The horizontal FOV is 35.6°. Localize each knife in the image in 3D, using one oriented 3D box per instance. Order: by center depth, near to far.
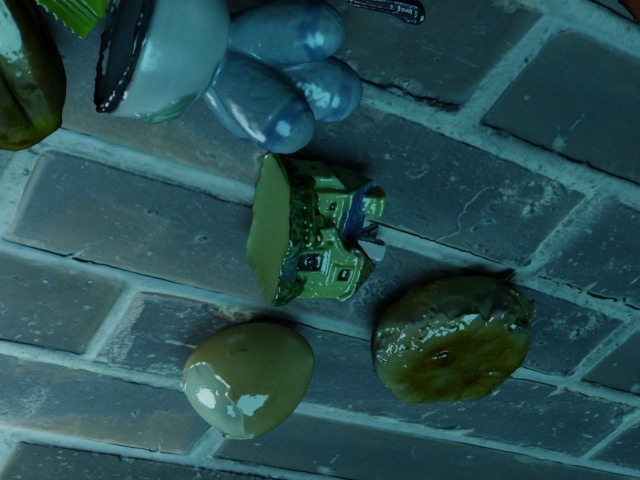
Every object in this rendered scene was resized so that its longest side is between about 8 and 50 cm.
[{"bbox_3d":[0.091,-0.322,1.371,0.121,0.018,0.031,7,132,-18],"label":"knife"}]

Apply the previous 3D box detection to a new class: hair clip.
[{"bbox_3d":[0.000,0.000,1.672,0.220,0.054,0.140,1,140,-11],"label":"hair clip"}]

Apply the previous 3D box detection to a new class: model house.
[{"bbox_3d":[0.005,-0.018,1.536,0.189,0.195,0.214,3,113,-23],"label":"model house"}]

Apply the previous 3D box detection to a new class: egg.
[{"bbox_3d":[-0.127,0.247,1.796,0.244,0.201,0.201,-29,137,-3],"label":"egg"}]

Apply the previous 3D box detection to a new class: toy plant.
[{"bbox_3d":[-0.099,-0.228,1.255,0.332,0.247,0.247,14,131,-23],"label":"toy plant"}]

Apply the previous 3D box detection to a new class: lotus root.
[{"bbox_3d":[-0.421,-0.227,1.228,0.193,0.193,0.291,-16,137,3],"label":"lotus root"}]

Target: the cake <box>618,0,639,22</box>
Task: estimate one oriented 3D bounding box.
[{"bbox_3d":[0.377,-0.411,1.232,0.151,0.177,0.283,-34,139,21],"label":"cake"}]

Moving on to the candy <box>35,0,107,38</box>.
[{"bbox_3d":[-0.239,-0.355,1.059,0.149,0.069,0.246,34,86,-37],"label":"candy"}]

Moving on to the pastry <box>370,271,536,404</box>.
[{"bbox_3d":[0.238,0.189,1.866,0.329,0.136,0.330,-7,139,-6],"label":"pastry"}]
